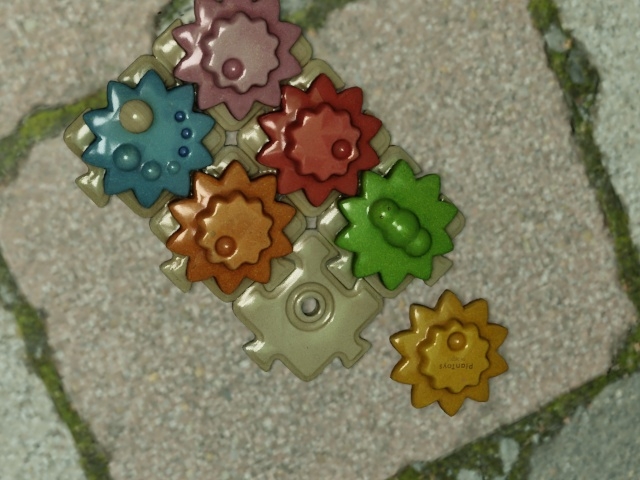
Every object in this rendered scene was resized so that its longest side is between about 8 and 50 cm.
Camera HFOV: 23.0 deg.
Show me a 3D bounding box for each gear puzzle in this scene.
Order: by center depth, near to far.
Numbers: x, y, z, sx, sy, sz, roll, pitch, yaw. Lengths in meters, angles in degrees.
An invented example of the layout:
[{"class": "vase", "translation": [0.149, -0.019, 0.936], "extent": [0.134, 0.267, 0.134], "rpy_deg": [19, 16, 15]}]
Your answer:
[{"class": "gear puzzle", "translation": [0.000, 0.000, 1.022], "extent": [0.175, 0.044, 0.339], "rpy_deg": [-45, 108, -4]}]
